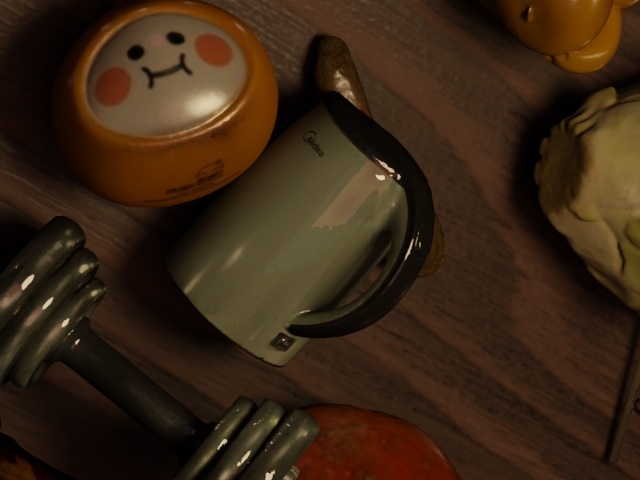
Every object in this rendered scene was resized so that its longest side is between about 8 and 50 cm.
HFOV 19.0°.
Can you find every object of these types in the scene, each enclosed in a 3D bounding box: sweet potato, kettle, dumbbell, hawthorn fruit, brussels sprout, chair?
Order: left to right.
[{"bbox_3d":[-0.172,0.140,1.757,0.406,0.179,0.179,39,87,2],"label":"dumbbell"},{"bbox_3d":[0.000,0.000,1.806,0.236,0.221,0.161,-47,139,10],"label":"kettle"},{"bbox_3d":[0.042,0.303,1.914,0.284,0.284,0.284,-6,106,-20],"label":"hawthorn fruit"},{"bbox_3d":[0.050,-0.076,1.916,0.075,0.075,0.273,-32,109,-11],"label":"sweet potato"},{"bbox_3d":[0.393,0.151,2.094,0.104,0.095,0.221,-6,106,-32],"label":"chair"},{"bbox_3d":[0.388,-0.043,1.961,0.316,0.242,0.273,-18,103,-13],"label":"brussels sprout"}]

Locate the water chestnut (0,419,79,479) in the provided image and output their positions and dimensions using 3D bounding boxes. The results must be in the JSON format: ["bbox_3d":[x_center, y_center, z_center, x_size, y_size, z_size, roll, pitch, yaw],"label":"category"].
[{"bbox_3d":[-0.358,0.268,1.731,0.335,0.335,0.347,18,57,-25],"label":"water chestnut"}]

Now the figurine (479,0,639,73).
[{"bbox_3d":[0.254,-0.279,1.870,0.228,0.215,0.215,-31,113,-14],"label":"figurine"}]

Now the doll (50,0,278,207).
[{"bbox_3d":[-0.154,-0.151,1.764,0.213,0.213,0.236,-14,66,-18],"label":"doll"}]
